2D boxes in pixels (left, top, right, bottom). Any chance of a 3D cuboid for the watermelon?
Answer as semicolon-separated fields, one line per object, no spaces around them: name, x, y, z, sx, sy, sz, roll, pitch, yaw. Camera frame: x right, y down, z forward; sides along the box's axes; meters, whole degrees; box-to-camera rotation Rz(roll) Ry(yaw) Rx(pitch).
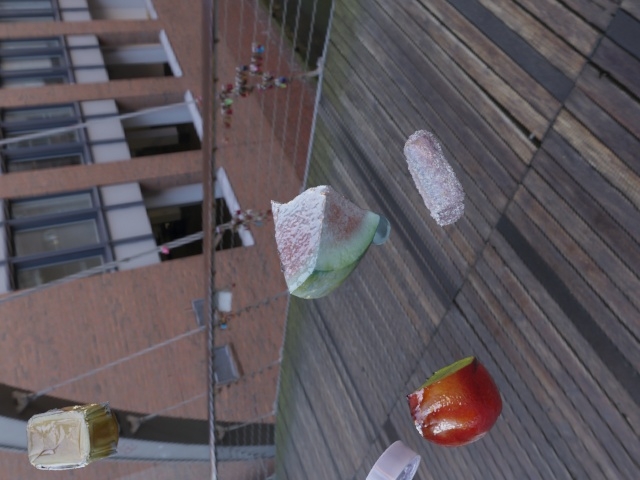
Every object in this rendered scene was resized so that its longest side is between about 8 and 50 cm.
watermelon;0.000;0.000;1.190;0.193;0.310;0.231;-14;97;44

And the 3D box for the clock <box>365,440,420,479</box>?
clock;0.193;0.655;1.522;0.068;0.197;0.197;30;132;31

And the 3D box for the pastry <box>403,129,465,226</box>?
pastry;0.299;-0.159;1.438;0.265;0.103;0.112;62;-173;-9

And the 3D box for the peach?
peach;0.295;0.342;1.164;0.154;0.267;0.158;-39;72;21

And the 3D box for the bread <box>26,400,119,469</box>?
bread;-0.593;0.469;1.329;0.241;0.107;0.136;-17;80;28

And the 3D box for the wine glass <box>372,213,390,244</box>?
wine glass;0.129;-0.036;1.854;0.231;0.103;0.103;-2;99;63
